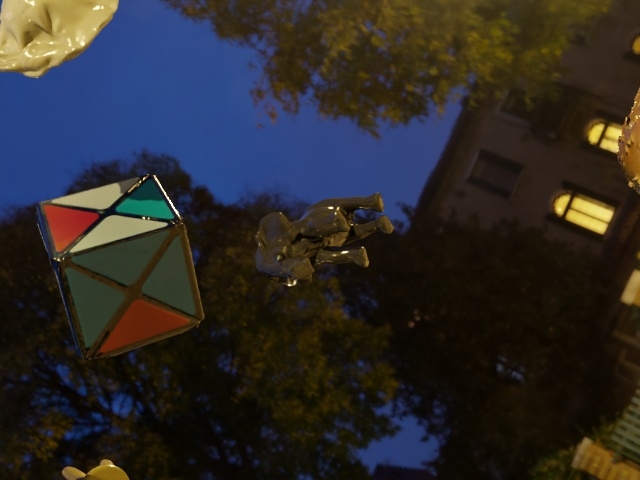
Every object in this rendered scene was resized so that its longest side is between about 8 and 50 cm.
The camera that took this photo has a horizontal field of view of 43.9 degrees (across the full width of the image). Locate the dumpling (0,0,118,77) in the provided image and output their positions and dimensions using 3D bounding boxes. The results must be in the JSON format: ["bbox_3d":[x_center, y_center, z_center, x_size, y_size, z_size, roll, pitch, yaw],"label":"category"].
[{"bbox_3d":[-0.444,-0.352,1.309,0.258,0.193,0.147,-28,-41,3],"label":"dumpling"}]

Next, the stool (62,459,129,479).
[{"bbox_3d":[-0.456,0.509,1.614,0.135,0.110,0.134,47,-120,-22],"label":"stool"}]

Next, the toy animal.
[{"bbox_3d":[0.000,0.006,1.129,0.245,0.146,0.114,-21,-77,-57],"label":"toy animal"}]

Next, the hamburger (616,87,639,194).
[{"bbox_3d":[0.279,-0.106,0.516,0.182,0.118,0.191,-55,-11,-42],"label":"hamburger"}]

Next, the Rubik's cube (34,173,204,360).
[{"bbox_3d":[-0.390,0.048,1.546,0.246,0.250,0.248,-17,-56,-19],"label":"Rubik's cube"}]
